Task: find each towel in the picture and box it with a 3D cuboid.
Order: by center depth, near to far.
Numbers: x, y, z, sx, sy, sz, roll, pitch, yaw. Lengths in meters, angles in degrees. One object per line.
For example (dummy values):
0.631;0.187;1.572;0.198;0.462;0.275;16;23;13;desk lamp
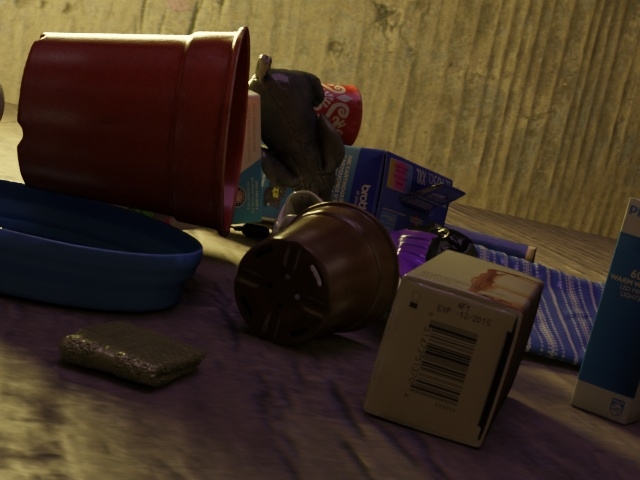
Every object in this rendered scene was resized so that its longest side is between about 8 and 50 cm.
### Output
-0.178;0.108;1.298;0.110;0.027;0.148;17;7;12;towel
0.322;0.093;1.952;0.336;0.040;0.243;16;28;-12;towel

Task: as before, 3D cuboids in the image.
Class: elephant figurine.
-0.027;-0.138;2.071;0.186;0.169;0.239;-5;62;-47;elephant figurine

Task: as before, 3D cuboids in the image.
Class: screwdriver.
-0.159;-0.021;2.323;0.170;0.025;0.024;4;12;-36;screwdriver

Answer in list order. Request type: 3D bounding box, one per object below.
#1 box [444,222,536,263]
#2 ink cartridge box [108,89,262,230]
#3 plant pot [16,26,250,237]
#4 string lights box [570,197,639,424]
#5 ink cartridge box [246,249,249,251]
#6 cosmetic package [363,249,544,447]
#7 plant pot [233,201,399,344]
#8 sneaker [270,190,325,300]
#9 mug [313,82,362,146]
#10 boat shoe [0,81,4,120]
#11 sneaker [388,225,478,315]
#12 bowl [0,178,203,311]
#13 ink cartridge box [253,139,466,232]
0.267;0.028;2.420;0.225;0.036;0.136;17;-29;13;box
-0.248;-0.127;2.020;0.270;0.198;0.197;-8;17;-24;ink cartridge box
-0.237;-0.153;1.740;0.265;0.272;0.272;7;7;1;plant pot
0.394;0.085;1.645;0.076;0.260;0.133;19;8;30;string lights box
0.069;0.047;2.096;0.175;0.069;0.371;6;8;-45;ink cartridge box
0.152;0.107;1.457;0.129;0.153;0.296;17;9;11;cosmetic package
-0.011;0.046;1.614;0.167;0.167;0.165;17;15;20;plant pot
0.000;0.000;1.874;0.114;0.152;0.305;5;11;9;sneaker
-0.034;-0.204;2.296;0.169;0.150;0.113;7;36;-25;mug
-0.632;-0.171;1.699;0.500;0.187;0.156;-3;-5;7;boat shoe
0.146;0.041;1.803;0.146;0.102;0.293;-20;21;-4;sneaker
-0.338;-0.001;1.619;0.391;0.077;0.391;13;7;-2;bowl
0.043;-0.074;2.308;0.395;0.151;0.270;11;-3;30;ink cartridge box
